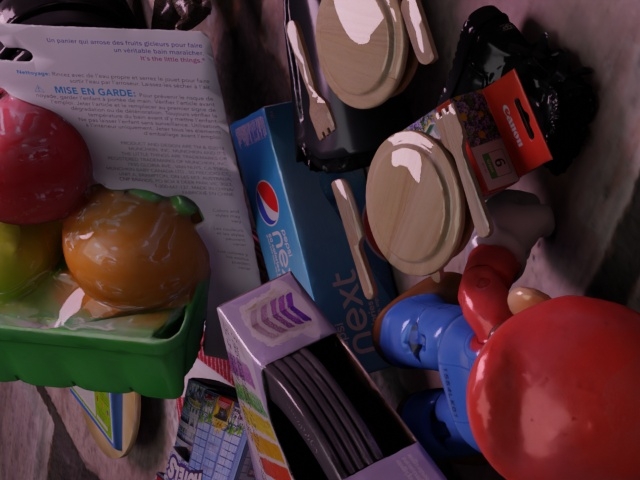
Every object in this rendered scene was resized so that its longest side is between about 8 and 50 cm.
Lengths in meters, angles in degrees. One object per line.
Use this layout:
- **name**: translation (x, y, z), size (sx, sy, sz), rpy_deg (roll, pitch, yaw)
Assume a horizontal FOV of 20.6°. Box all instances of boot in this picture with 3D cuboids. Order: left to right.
- **boot**: translation (0.032, -0.154, 1.163), size (0.246, 0.094, 0.207), rpy_deg (162, 97, -70)
- **boot**: translation (0.121, -0.077, 1.092), size (0.099, 0.045, 0.121), rpy_deg (47, 143, 34)

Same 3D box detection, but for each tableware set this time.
- **tableware set**: translation (0.051, -0.074, 1.066), size (0.128, 0.039, 0.194), rpy_deg (-31, 72, 51)

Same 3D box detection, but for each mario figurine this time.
- **mario figurine**: translation (0.151, 0.087, 1.069), size (0.198, 0.170, 0.320), rpy_deg (43, 169, -13)

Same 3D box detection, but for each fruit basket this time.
- **fruit basket**: translation (-0.207, -0.039, 1.376), size (0.165, 0.327, 0.353), rpy_deg (-69, -23, -47)

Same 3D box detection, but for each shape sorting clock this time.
- **shape sorting clock**: translation (-0.227, 0.127, 1.857), size (0.206, 0.040, 0.206), rpy_deg (41, 137, 54)

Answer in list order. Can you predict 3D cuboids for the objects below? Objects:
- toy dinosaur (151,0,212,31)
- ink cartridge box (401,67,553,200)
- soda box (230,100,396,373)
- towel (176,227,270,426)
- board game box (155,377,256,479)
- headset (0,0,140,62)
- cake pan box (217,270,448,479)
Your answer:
- **toy dinosaur**: translation (-0.116, -0.269, 1.409), size (0.160, 0.121, 0.314), rpy_deg (-116, 6, -51)
- **ink cartridge box**: translation (0.090, -0.055, 1.080), size (0.115, 0.029, 0.063), rpy_deg (-32, 78, 59)
- **soda box**: translation (0.000, 0.000, 1.325), size (0.067, 0.071, 0.210), rpy_deg (-17, 87, 62)
- **towel**: translation (-0.081, 0.132, 1.586), size (0.237, 0.037, 0.329), rpy_deg (33, 130, 55)
- **board game box**: translation (-0.089, 0.221, 1.457), size (0.194, 0.060, 0.194), rpy_deg (10, 88, 62)
- **headset**: translation (-0.251, -0.187, 1.449), size (0.394, 0.185, 0.243), rpy_deg (46, -158, -67)
- **cake pan box**: translation (0.024, 0.185, 1.212), size (0.246, 0.070, 0.267), rpy_deg (51, 160, 37)
